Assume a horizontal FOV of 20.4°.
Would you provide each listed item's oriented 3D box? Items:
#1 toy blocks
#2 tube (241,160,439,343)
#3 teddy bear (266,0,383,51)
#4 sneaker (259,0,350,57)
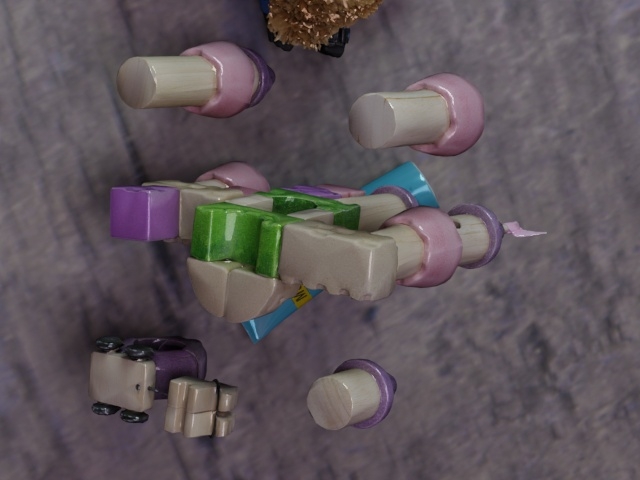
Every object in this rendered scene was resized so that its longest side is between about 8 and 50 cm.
[{"bbox_3d":[0.000,0.000,1.470,0.260,0.289,0.308,-11,110,-57],"label":"toy blocks"},{"bbox_3d":[0.007,0.004,1.586,0.207,0.052,0.080,-32,99,-5],"label":"tube"},{"bbox_3d":[-0.073,-0.312,1.439,0.338,0.113,0.245,24,98,-5],"label":"teddy bear"},{"bbox_3d":[0.024,-0.202,1.536,0.152,0.058,0.084,-10,99,-13],"label":"sneaker"}]
